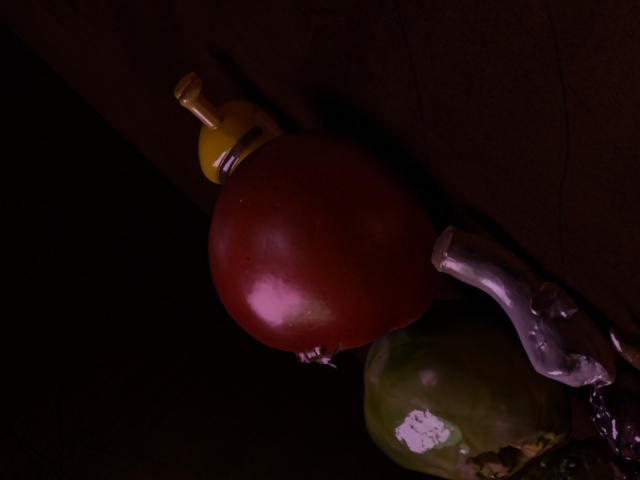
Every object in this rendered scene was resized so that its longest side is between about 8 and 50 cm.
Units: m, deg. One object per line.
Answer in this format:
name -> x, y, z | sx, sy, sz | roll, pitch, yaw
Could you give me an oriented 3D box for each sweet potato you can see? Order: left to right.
sweet potato -> 0.383, 0.142, 1.555 | 0.153, 0.038, 0.041 | 39, -164, -27

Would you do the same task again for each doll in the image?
doll -> -0.087, -0.111, 2.120 | 0.363, 0.145, 0.199 | 43, -174, -20

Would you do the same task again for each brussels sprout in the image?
brussels sprout -> 0.207, 0.237, 2.011 | 0.344, 0.268, 0.344 | 37, 169, 8

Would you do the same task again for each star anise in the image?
star anise -> 0.398, 0.254, 1.690 | 0.214, 0.099, 0.220 | 61, 179, 12

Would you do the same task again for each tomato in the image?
tomato -> 0.000, 0.000, 1.825 | 0.321, 0.321, 0.321 | 42, 171, 9

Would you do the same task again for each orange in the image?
orange -> 0.383, 0.413, 2.002 | 0.301, 0.300, 0.223 | -46, 60, 47

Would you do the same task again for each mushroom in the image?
mushroom -> 0.252, 0.081, 1.672 | 0.278, 0.096, 0.099 | 46, 170, 12
